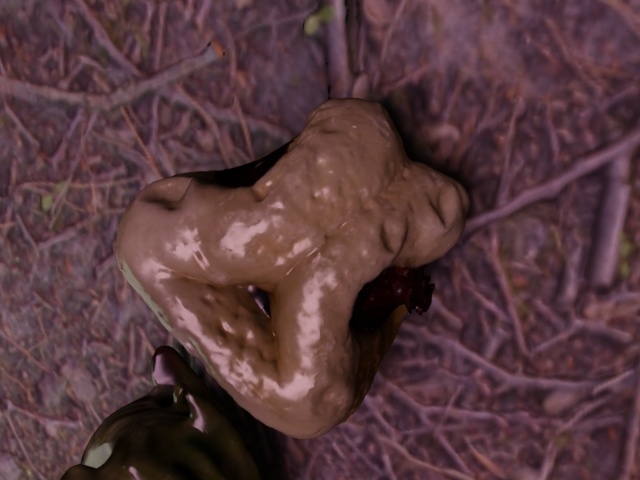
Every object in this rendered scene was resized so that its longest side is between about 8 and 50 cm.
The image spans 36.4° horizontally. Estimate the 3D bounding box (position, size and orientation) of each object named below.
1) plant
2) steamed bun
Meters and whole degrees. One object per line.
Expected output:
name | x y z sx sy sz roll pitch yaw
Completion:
plant | -0.049 0.229 0.673 0.333 0.180 0.251 25 113 -18
steamed bun | 0.000 0.000 0.540 0.155 0.141 0.172 -43 86 18
